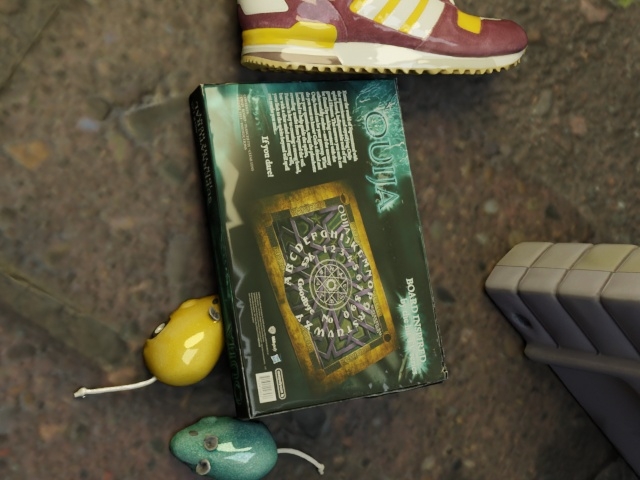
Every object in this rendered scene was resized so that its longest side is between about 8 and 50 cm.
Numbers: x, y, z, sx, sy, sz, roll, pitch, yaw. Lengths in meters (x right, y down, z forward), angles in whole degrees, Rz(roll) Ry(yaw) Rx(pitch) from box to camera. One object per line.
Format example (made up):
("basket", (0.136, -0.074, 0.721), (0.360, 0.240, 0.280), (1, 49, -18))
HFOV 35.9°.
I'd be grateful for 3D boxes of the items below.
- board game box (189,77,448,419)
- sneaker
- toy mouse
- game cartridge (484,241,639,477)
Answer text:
("board game box", (0.000, 0.000, 0.569), (0.126, 0.026, 0.186), (-6, 83, -24))
("sneaker", (0.043, -0.139, 0.577), (0.186, 0.070, 0.083), (-5, 101, -25))
("toy mouse", (-0.034, 0.092, 0.578), (0.161, 0.031, 0.143), (-40, 108, -17))
("game cartridge", (0.276, 0.144, 0.615), (0.068, 0.230, 0.355), (-46, 110, -15))
